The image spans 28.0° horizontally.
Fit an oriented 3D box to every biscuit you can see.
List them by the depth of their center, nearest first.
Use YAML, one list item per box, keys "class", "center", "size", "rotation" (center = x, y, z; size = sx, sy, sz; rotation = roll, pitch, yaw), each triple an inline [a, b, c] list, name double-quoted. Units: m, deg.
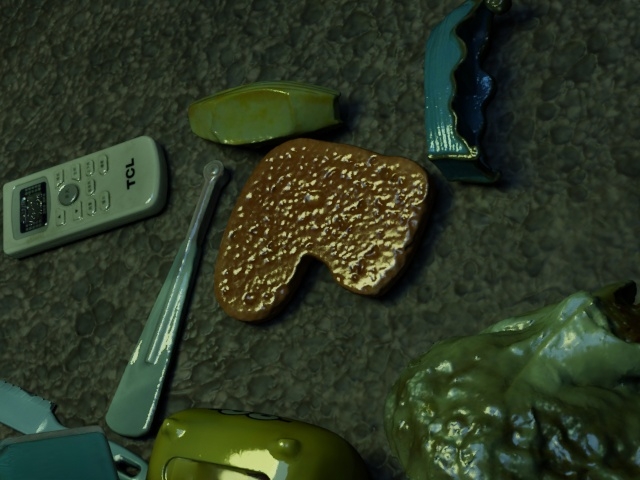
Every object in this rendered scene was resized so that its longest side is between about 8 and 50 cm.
- class: "biscuit"
  center: [0.000, 0.000, 1.178]
  size: [0.192, 0.036, 0.186]
  rotation: [14, 77, 29]

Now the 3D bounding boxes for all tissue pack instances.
- class: "tissue pack"
  center: [-0.059, 0.204, 1.065]
  size: [0.178, 0.127, 0.123]
  rotation: [5, 73, 28]

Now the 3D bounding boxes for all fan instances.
- class: "fan"
  center: [-0.145, 0.053, 1.234]
  size: [0.057, 0.023, 0.282]
  rotation: [4, 70, 36]

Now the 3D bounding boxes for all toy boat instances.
- class: "toy boat"
  center: [0.138, -0.140, 1.149]
  size: [0.077, 0.075, 0.185]
  rotation: [-12, 60, 24]
- class: "toy boat"
  center: [-0.059, -0.122, 1.246]
  size: [0.172, 0.066, 0.065]
  rotation: [-2, 102, 26]

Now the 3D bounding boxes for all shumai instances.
- class: "shumai"
  center: [0.185, 0.128, 0.945]
  size: [0.256, 0.189, 0.218]
  rotation: [38, 90, 28]

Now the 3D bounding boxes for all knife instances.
- class: "knife"
  center: [-0.276, 0.174, 1.248]
  size: [0.313, 0.019, 0.044]
  rotation: [18, 69, 31]

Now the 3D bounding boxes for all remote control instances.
- class: "remote control"
  center: [-0.244, -0.045, 1.320]
  size: [0.190, 0.029, 0.087]
  rotation: [-16, 63, 19]

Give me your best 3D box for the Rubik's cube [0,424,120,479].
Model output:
- class: "Rubik's cube"
  center: [-0.280, 0.335, 0.989]
  size: [0.358, 0.368, 0.387]
  rotation: [-4, 36, -20]
